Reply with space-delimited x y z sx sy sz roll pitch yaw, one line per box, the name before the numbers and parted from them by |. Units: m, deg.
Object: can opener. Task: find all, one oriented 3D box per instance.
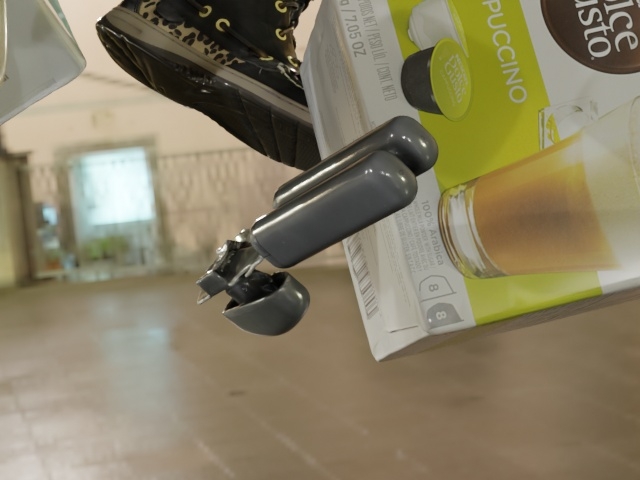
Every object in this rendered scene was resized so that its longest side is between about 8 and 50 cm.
can opener | 0.000 0.000 1.149 0.283 0.095 0.076 -28 24 50

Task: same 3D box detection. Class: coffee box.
coffee box | 0.190 -0.090 1.469 0.334 0.337 0.338 -13 -8 -7

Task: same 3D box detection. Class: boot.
boot | -0.045 -0.259 1.812 0.377 0.284 0.138 28 -22 19

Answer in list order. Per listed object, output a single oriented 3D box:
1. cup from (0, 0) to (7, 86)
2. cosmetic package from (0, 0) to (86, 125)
cup | -0.359 -0.182 1.096 0.237 0.331 0.331 -5 6 -3
cosmetic package | -0.511 -0.295 1.705 0.329 0.327 0.393 -34 34 1
